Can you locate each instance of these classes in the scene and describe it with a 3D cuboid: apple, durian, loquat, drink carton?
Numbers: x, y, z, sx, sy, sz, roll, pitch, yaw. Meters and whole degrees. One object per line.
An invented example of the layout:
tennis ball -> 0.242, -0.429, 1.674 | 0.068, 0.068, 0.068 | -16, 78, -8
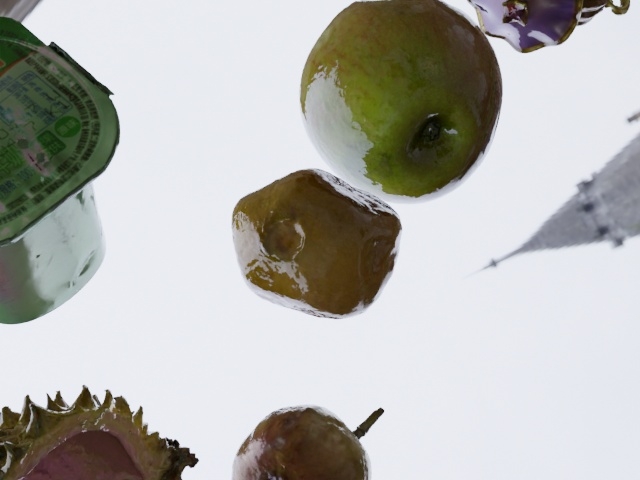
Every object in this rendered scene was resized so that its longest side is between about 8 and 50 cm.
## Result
apple -> 0.134, -0.228, 1.787 | 0.340, 0.340, 0.339 | 14, -117, -30
durian -> -0.276, 0.223, 0.866 | 0.305, 0.196, 0.185 | -54, -38, -23
loquat -> 0.000, 0.000, 0.848 | 0.137, 0.137, 0.112 | -2, -78, -36
drink carton -> -0.200, -0.028, 0.704 | 0.144, 0.142, 0.146 | 39, -117, 20

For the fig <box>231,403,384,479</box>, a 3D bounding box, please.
fig -> 0.007, 0.254, 1.323 | 0.257, 0.159, 0.159 | -25, -94, -53

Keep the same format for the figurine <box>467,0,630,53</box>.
figurine -> 0.232, -0.288, 1.109 | 0.189, 0.142, 0.263 | 49, -135, 1
